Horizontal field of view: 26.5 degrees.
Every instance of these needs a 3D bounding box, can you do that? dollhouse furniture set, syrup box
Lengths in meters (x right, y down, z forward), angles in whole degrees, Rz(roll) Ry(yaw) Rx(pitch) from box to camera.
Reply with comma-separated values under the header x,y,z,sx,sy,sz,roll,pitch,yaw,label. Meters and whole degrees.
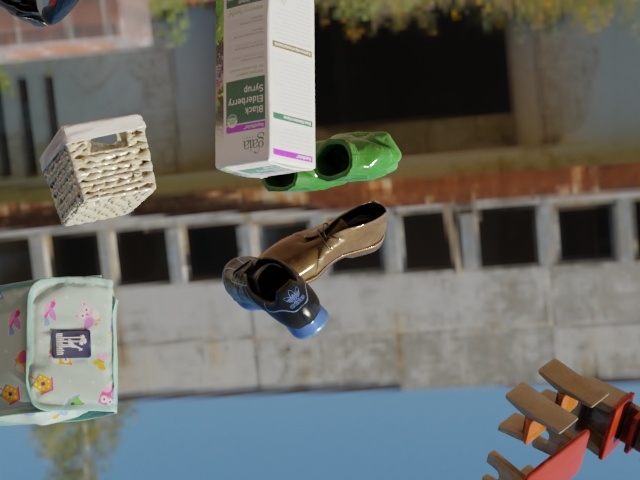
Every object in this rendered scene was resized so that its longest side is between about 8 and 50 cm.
x,y,z,sx,sy,sz,roll,pitch,yaw,label
0.349,0.297,1.873,0.135,0.262,0.259,32,-139,31,dollhouse furniture set
-0.071,-0.204,1.755,0.093,0.236,0.096,-6,170,39,syrup box

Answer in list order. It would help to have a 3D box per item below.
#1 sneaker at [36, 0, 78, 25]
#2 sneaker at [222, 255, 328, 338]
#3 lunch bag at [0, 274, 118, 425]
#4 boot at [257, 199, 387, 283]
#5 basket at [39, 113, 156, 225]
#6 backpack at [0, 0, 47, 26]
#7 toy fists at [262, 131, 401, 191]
x,y,z,sx,sy,sz,roll,pitch,yaw,label
-0.366,-0.421,1.783,0.145,0.270,0.090,31,-135,5,sneaker
-0.076,0.054,1.851,0.081,0.090,0.232,-45,-145,-15,sneaker
-0.440,0.177,2.132,0.262,0.223,0.160,-8,164,15,lunch bag
0.000,0.000,2.691,0.305,0.112,0.115,-24,156,-24,boot
-0.292,-0.089,1.786,0.113,0.103,0.167,-12,172,-23,basket
-0.533,-0.506,2.370,0.213,0.263,0.276,-46,-163,-9,backpack
0.024,-0.145,2.476,0.142,0.096,0.279,-3,174,-42,toy fists
